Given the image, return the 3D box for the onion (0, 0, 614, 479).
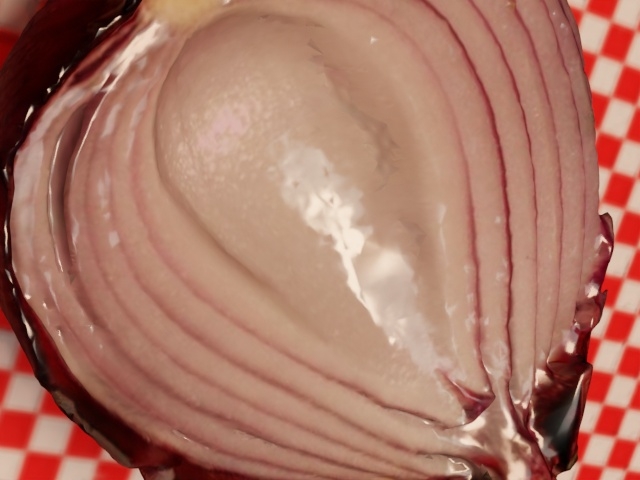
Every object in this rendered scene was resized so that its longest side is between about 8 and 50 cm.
[{"bbox_3d":[0.000,0.000,0.535,0.227,0.120,0.284,-38,118,-14],"label":"onion"}]
